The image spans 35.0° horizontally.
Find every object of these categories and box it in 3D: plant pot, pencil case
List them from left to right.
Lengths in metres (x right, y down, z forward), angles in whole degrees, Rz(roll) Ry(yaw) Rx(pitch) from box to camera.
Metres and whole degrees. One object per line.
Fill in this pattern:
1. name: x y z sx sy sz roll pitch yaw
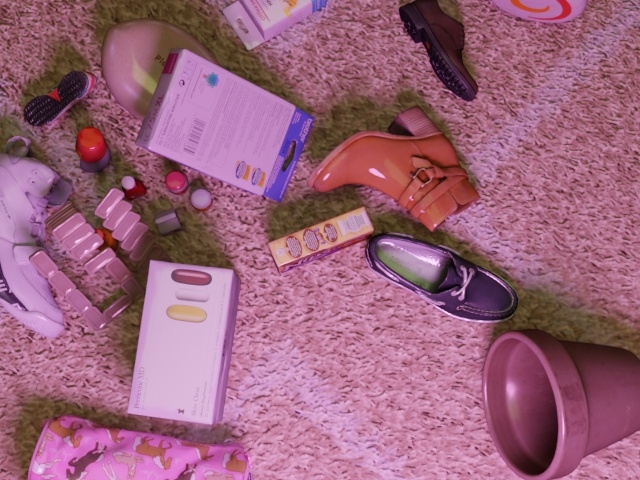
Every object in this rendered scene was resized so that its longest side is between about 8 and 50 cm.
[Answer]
1. pencil case: -0.314 0.411 1.766 0.386 0.167 0.160 9 120 1
2. plant pot: 0.442 0.272 1.766 0.229 0.263 0.263 -6 81 -19

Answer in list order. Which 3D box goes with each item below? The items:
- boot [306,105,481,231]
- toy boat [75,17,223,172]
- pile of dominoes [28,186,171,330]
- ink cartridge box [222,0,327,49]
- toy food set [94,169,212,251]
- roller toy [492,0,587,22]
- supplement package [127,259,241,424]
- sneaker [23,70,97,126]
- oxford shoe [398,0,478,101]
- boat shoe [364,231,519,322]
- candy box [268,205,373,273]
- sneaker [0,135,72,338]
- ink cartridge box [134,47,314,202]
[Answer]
1. boot: 0.138 -0.101 1.866 0.283 0.109 0.220 -28 78 -25
2. toy boat: -0.337 -0.258 1.889 0.267 0.148 0.318 43 76 1
3. pile of dominoes: -0.389 0.027 1.808 0.196 0.251 0.040 -38 48 -8
4. ink cartridge box: -0.090 -0.459 1.950 0.181 0.061 0.104 -33 83 -5
5. toy food set: -0.318 -0.064 1.864 0.232 0.104 0.111 -20 82 -4
6. roller toy: 0.414 -0.509 1.901 0.191 0.209 0.146 23 79 -36
7. supplement package: -0.233 0.180 1.778 0.145 0.204 0.261 6 82 1
8. sneaker: -0.486 -0.268 1.923 0.161 0.075 0.057 -32 91 22
9. oxford shoe: 0.247 -0.371 1.932 0.096 0.083 0.227 -29 84 -9
10. boat shoe: 0.223 0.071 1.856 0.303 0.091 0.114 18 82 2
11. candy box: 0.000 0.000 1.856 0.187 0.109 0.053 -22 82 -5
12. sneaker: -0.527 -0.014 1.837 0.210 0.137 0.365 -37 80 -3
13. ink cartridge box: -0.167 -0.202 1.842 0.311 0.065 0.185 22 88 -37
